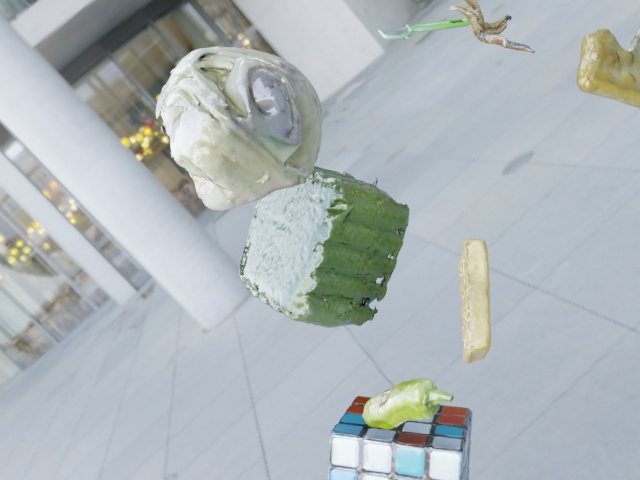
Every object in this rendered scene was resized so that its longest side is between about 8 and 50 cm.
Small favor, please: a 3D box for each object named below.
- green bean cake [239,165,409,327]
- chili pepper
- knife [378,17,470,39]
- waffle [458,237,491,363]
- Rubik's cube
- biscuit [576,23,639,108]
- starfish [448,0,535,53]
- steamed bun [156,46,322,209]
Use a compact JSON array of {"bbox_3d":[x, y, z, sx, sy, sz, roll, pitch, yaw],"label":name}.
[{"bbox_3d":[0.000,0.000,1.642,0.319,0.218,0.335,32,103,55],"label":"green bean cake"},{"bbox_3d":[0.069,0.173,0.785,0.049,0.043,0.208,-39,-4,-24],"label":"chili pepper"},{"bbox_3d":[0.231,-0.456,1.650,0.212,0.015,0.054,-12,42,-16],"label":"knife"},{"bbox_3d":[0.340,0.138,1.688,0.055,0.248,0.221,-1,-15,7],"label":"waffle"},{"bbox_3d":[0.098,0.289,0.920,0.155,0.154,0.151,3,6,14],"label":"Rubik's cube"},{"bbox_3d":[0.437,-0.268,1.068,0.039,0.183,0.174,180,97,-67],"label":"biscuit"},{"bbox_3d":[0.247,-0.301,1.097,0.041,0.133,0.130,-48,-7,33],"label":"starfish"},{"bbox_3d":[-0.106,-0.201,1.271,0.280,0.268,0.207,-19,9,-36],"label":"steamed bun"}]
